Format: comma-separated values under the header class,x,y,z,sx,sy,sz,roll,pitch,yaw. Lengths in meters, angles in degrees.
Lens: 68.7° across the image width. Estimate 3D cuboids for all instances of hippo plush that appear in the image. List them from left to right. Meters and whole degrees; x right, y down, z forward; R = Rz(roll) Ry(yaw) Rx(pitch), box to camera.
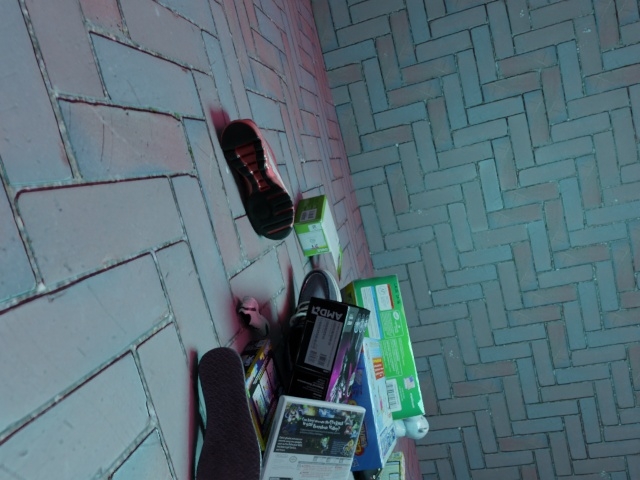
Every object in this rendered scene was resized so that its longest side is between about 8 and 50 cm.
class,x,y,z,sx,sy,sz,roll,pitch,yaw
hippo plush,0.334,0.785,1.985,0.234,0.237,0.294,30,49,-73

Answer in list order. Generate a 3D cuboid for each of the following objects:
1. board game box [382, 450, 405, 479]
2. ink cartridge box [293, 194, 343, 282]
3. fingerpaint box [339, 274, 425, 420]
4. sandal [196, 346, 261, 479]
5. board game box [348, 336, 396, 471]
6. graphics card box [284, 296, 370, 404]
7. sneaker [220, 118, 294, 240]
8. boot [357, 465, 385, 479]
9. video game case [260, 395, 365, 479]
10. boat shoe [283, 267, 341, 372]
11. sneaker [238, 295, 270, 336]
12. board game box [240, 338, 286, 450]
class,x,y,z,sx,sy,sz,roll,pitch,yaw
board game box,0.228,0.850,1.677,0.193,0.147,0.045,-68,143,-67
ink cartridge box,0.000,0.000,1.610,0.188,0.097,0.255,-81,157,-59
fingerpaint box,0.187,0.370,1.629,0.371,0.163,0.444,120,-39,-73
sandal,-0.144,0.299,0.739,0.054,0.097,0.254,112,-25,-63
board game box,0.120,0.417,1.255,0.308,0.086,0.301,42,38,-70
graphics card box,0.005,0.314,1.024,0.233,0.094,0.370,33,70,-69
sneaker,-0.131,-0.154,1.145,0.136,0.116,0.313,-78,153,-64
boot,0.163,0.745,1.639,0.236,0.085,0.178,-63,137,-70
video game case,-0.015,0.389,0.881,0.191,0.022,0.173,19,83,-29
boat shoe,-0.020,0.208,1.230,0.158,0.127,0.340,60,26,-59
sneaker,-0.143,0.169,0.987,0.109,0.040,0.043,65,34,-33
board game box,-0.123,0.294,0.912,0.170,0.048,0.140,-59,137,-71
